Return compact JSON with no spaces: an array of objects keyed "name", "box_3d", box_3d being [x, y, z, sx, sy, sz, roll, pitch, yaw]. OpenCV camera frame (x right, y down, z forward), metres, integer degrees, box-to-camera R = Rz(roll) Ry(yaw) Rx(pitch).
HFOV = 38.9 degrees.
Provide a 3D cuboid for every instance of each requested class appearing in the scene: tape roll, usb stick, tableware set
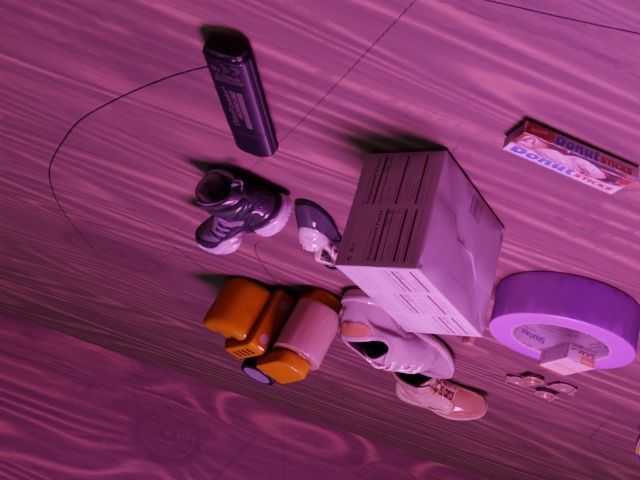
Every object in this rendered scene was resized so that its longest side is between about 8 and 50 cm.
[{"name":"tape roll","box_3d":[0.468,0.157,1.742,0.275,0.090,0.275,15,159,6]},{"name":"usb stick","box_3d":[-0.115,-0.208,1.355,0.077,0.045,0.278,19,160,14]},{"name":"tableware set","box_3d":[0.552,0.367,2.282,0.169,0.020,0.141,20,159,-7]}]

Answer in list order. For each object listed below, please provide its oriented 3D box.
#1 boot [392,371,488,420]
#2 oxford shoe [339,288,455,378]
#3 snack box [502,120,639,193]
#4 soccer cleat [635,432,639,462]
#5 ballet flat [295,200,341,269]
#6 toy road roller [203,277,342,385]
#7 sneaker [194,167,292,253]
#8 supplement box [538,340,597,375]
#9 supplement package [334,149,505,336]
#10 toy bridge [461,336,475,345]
[{"name":"boot","box_3d":[0.322,0.400,2.443,0.262,0.095,0.203,16,158,16]},{"name":"oxford shoe","box_3d":[0.177,0.257,2.155,0.169,0.130,0.449,-1,153,35]},{"name":"snack box","box_3d":[0.348,-0.114,1.262,0.178,0.022,0.064,21,160,-10]},{"name":"soccer cleat","box_3d":[0.842,0.497,2.240,0.094,0.121,0.289,12,158,14]},{"name":"ballet flat","box_3d":[0.000,0.000,1.739,0.074,0.074,0.203,7,156,25]},{"name":"toy road roller","box_3d":[-0.128,0.200,2.159,0.241,0.202,0.330,37,154,-17]},{"name":"sneaker","box_3d":[-0.186,-0.060,1.701,0.153,0.101,0.269,32,148,-32]},{"name":"supplement box","box_3d":[0.472,0.226,1.733,0.062,0.036,0.098,23,158,-14]},{"name":"supplement package","box_3d":[0.167,0.009,1.451,0.145,0.204,0.262,1,153,33]},{"name":"toy bridge","box_3d":[0.257,0.160,1.941,0.188,0.063,0.026,28,156,-22]}]
